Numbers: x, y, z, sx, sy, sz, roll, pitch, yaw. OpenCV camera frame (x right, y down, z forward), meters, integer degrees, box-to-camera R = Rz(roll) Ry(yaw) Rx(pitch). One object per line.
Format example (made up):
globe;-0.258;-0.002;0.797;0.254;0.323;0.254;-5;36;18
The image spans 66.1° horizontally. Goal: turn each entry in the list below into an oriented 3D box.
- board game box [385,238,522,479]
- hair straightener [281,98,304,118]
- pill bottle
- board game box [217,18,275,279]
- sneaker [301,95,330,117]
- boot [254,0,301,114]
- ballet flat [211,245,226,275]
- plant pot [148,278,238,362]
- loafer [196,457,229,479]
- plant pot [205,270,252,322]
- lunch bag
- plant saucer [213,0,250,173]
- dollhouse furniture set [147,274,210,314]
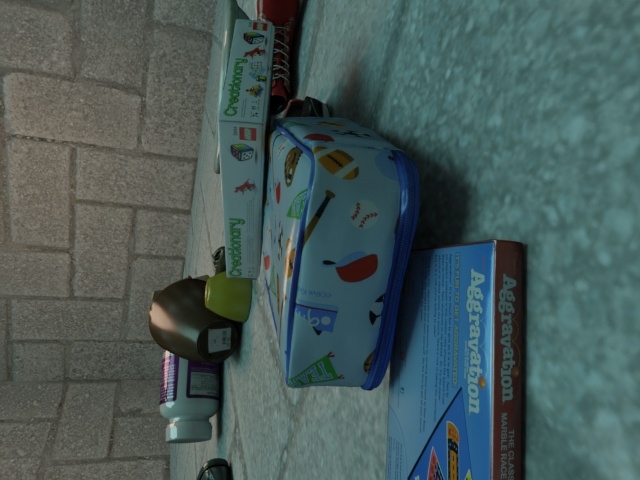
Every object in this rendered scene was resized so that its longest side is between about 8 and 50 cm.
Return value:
board game box;0.095;0.145;0.377;0.145;0.027;0.281;166;108;-72
hair straightener;-0.064;-0.166;0.872;0.230;0.047;0.089;159;115;-69
pill bottle;-0.378;0.424;1.433;0.169;0.169;0.301;126;144;-56
board game box;-0.099;-0.107;0.673;0.305;0.053;0.193;101;171;-53
sneaker;-0.035;-0.128;0.736;0.072;0.077;0.178;-153;70;-68
boot;-0.077;-0.364;0.910;0.244;0.088;0.176;105;159;-49
ballet flat;-0.310;0.131;1.477;0.084;0.058;0.249;-119;39;-59
plant pot;-0.308;0.227;1.277;0.230;0.215;0.215;14;99;56
loafer;-0.280;0.665;1.215;0.084;0.096;0.267;50;130;56
plant pot;-0.226;0.129;1.185;0.134;0.095;0.134;-176;90;-70
lunch bag;0.000;0.000;0.521;0.303;0.115;0.243;-115;28;-68
plant saucer;-0.192;-0.355;1.178;0.400;0.101;0.400;-175;90;-76
dollhouse furniture set;-0.457;0.250;1.699;0.262;0.135;0.259;43;126;28
